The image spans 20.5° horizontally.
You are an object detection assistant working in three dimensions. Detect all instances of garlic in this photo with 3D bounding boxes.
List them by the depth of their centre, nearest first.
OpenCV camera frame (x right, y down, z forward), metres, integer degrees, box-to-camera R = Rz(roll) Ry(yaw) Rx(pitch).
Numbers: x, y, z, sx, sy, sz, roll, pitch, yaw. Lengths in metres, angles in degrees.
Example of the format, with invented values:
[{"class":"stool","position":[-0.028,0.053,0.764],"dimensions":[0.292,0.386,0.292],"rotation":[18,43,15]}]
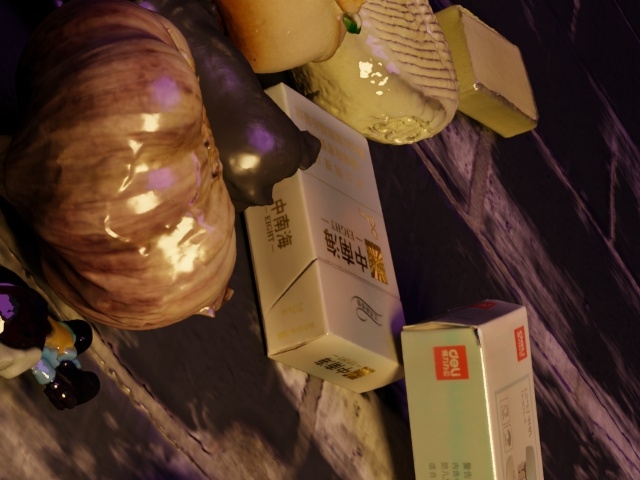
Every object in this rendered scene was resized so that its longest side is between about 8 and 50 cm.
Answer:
[{"class":"garlic","position":[-0.147,-0.050,1.203],"dimensions":[0.245,0.160,0.245],"rotation":[170,-90,-81]}]

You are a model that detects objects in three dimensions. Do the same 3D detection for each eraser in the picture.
[{"class":"eraser","position":[0.191,-0.197,2.102],"dimensions":[0.172,0.058,0.117],"rotation":[21,50,-56]}]

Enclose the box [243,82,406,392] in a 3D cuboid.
[{"class":"box","position":[0.000,0.000,1.554],"dimensions":[0.155,0.067,0.243],"rotation":[25,47,-54]}]

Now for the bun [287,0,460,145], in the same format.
[{"class":"bun","position":[0.032,-0.183,1.700],"dimensions":[0.220,0.134,0.220],"rotation":[40,32,-32]}]

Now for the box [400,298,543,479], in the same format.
[{"class":"box","position":[0.139,0.193,1.562],"dimensions":[0.135,0.079,0.269],"rotation":[-13,97,-65]}]

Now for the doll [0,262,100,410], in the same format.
[{"class":"doll","position":[-0.202,0.052,1.124],"dimensions":[0.195,0.070,0.096],"rotation":[40,28,-58]}]

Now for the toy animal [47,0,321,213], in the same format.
[{"class":"toy animal","position":[-0.141,-0.163,1.375],"dimensions":[0.343,0.106,0.168],"rotation":[50,13,-10]}]

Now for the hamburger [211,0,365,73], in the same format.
[{"class":"hamburger","position":[-0.058,-0.248,1.508],"dimensions":[0.237,0.147,0.237],"rotation":[48,-13,15]}]
